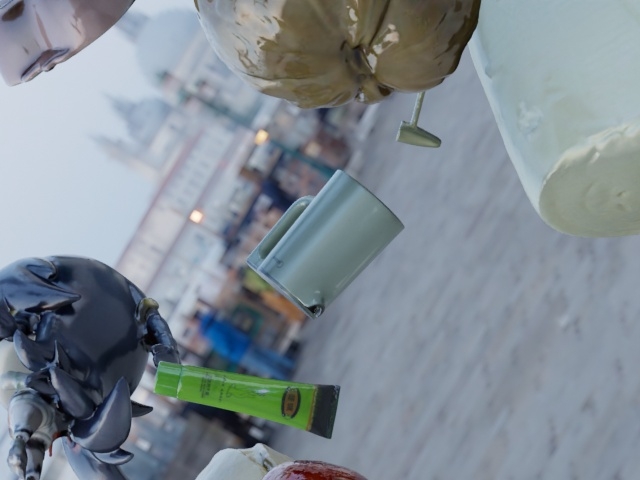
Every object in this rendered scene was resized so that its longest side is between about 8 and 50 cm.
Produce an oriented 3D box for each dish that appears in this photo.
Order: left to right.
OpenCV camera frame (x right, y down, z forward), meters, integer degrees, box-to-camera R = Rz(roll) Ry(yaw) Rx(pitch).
[{"bbox_3d":[-0.320,-0.284,2.138,0.213,0.090,0.213,-32,21,14],"label":"dish"}]

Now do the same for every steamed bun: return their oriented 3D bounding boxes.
[{"bbox_3d":[0.430,-0.213,2.106,0.456,0.290,0.371,-28,53,12],"label":"steamed bun"}]

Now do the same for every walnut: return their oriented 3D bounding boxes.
[{"bbox_3d":[0.012,-0.278,1.841,0.285,0.296,0.285,167,90,-85],"label":"walnut"}]

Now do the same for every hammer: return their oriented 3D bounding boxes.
[{"bbox_3d":[0.148,-0.212,2.308,0.028,0.060,0.195,-68,-8,-65],"label":"hammer"}]

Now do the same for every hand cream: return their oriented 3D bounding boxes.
[{"bbox_3d":[-0.049,0.102,1.166,0.023,0.122,0.036,120,161,-76],"label":"hand cream"}]

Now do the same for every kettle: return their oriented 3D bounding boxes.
[{"bbox_3d":[0.000,-0.001,1.955,0.148,0.127,0.098,-48,-16,-3],"label":"kettle"}]

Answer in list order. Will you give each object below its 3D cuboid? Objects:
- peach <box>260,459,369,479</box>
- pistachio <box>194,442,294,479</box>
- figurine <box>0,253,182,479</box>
[{"bbox_3d":[-0.003,0.329,1.848,0.190,0.190,0.192,124,156,-51],"label":"peach"},{"bbox_3d":[-0.070,0.364,2.109,0.321,0.229,0.238,-169,75,-75],"label":"pistachio"},{"bbox_3d":[-0.228,0.120,1.599,0.265,0.197,0.175,56,136,42],"label":"figurine"}]
